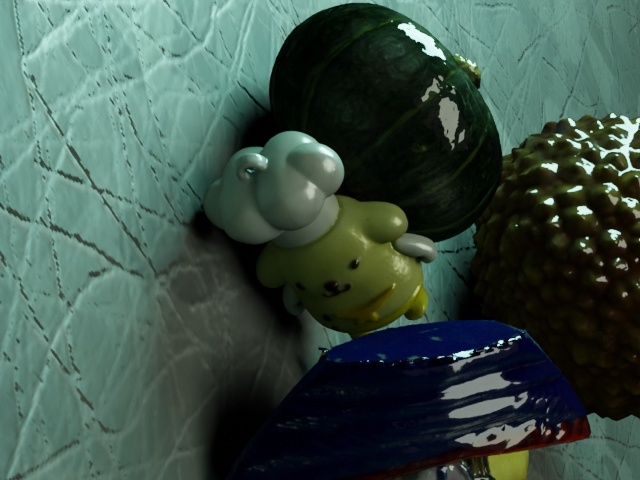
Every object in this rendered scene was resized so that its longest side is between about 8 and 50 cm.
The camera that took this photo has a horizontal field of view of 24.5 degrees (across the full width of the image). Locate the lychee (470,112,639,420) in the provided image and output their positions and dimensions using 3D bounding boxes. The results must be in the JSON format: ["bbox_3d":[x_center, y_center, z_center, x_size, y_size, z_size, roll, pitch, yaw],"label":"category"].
[{"bbox_3d":[0.242,0.013,1.206,0.267,0.267,0.268,37,48,-54],"label":"lychee"}]

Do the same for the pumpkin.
[{"bbox_3d":[0.042,-0.074,0.932,0.125,0.167,0.167,-56,136,-18],"label":"pumpkin"}]

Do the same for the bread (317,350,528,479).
[{"bbox_3d":[0.069,0.124,0.975,0.173,0.085,0.134,3,69,-62],"label":"bread"}]

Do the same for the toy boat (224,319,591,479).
[{"bbox_3d":[0.031,0.188,0.848,0.219,0.072,0.318,18,97,-25],"label":"toy boat"}]

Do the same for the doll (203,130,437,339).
[{"bbox_3d":[0.000,0.000,0.870,0.162,0.106,0.062,47,30,-37],"label":"doll"}]
